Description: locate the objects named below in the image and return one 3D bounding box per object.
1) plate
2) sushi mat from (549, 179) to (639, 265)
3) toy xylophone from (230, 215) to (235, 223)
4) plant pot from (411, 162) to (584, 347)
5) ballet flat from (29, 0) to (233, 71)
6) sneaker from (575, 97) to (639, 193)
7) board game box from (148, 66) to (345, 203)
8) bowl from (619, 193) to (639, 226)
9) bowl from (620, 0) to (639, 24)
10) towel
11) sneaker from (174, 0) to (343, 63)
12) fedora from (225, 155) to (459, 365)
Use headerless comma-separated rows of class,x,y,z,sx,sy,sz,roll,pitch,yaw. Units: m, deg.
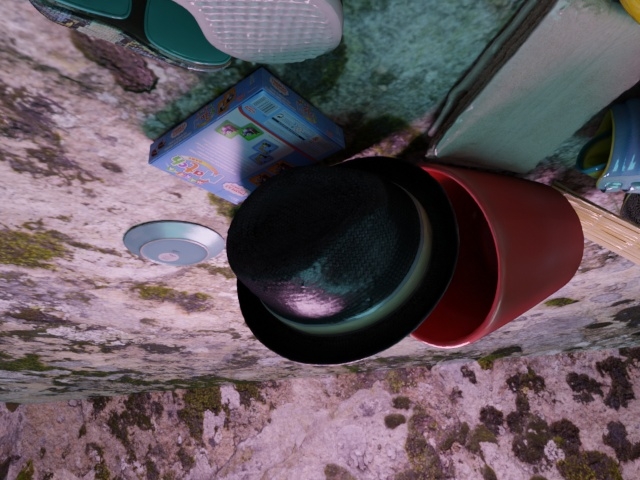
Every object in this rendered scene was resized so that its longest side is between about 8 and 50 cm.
plate,-0.279,0.015,0.957,0.188,0.024,0.188,-5,155,-2
sushi mat,0.514,0.002,0.824,0.317,0.019,0.151,31,174,14
toy xylophone,0.006,0.011,0.928,0.236,0.081,0.323,-19,151,28
plant pot,0.250,0.011,0.774,0.243,0.274,0.275,-7,159,-31
ballet flat,-0.177,-0.209,0.472,0.189,0.070,0.070,16,148,-33
sneaker,0.487,-0.083,0.703,0.208,0.127,0.318,-14,124,28
board game box,-0.099,-0.126,0.669,0.212,0.039,0.160,-23,150,31
bowl,0.576,-0.075,0.817,0.170,0.080,0.170,6,130,8
bowl,0.392,-0.231,0.353,0.290,0.155,0.289,-6,147,-4
towel,0.267,-0.180,0.611,0.187,0.049,0.282,4,153,-21
sneaker,-0.067,-0.234,0.373,0.126,0.127,0.321,-7,180,18
fedora,0.000,0.000,0.647,0.334,0.333,0.152,-16,152,23
